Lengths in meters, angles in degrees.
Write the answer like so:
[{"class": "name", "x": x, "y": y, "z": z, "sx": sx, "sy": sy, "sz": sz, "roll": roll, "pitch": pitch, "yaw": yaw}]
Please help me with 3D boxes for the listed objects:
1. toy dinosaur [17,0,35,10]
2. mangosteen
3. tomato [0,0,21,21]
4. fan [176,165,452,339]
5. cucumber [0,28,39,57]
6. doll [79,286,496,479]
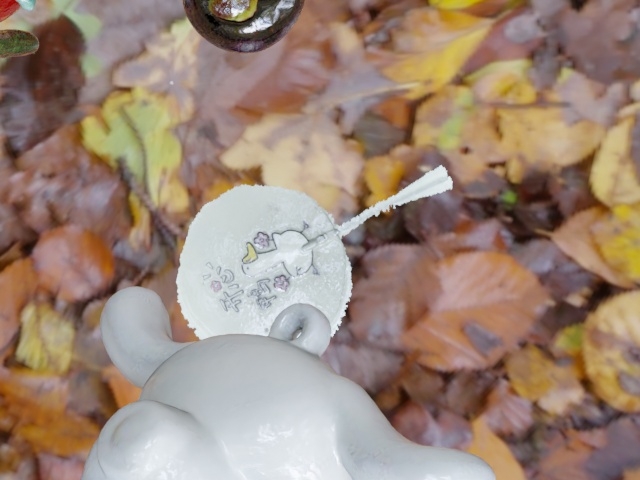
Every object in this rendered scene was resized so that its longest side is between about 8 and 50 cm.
[{"class": "toy dinosaur", "x": -0.254, "y": -0.202, "z": 0.723, "sx": 0.383, "sy": 0.129, "sz": 0.076, "roll": 24, "pitch": 57, "yaw": -30}, {"class": "mangosteen", "x": -0.076, "y": -0.261, "z": 1.442, "sx": 0.137, "sy": 0.151, "sz": 0.137, "roll": 1, "pitch": 85, "yaw": -6}, {"class": "tomato", "x": -0.323, "y": -0.307, "z": 1.244, "sx": 0.299, "sy": 0.298, "sz": 0.226, "roll": 6, "pitch": 128, "yaw": -7}, {"class": "fan", "x": 0.000, "y": 0.000, "z": 1.847, "sx": 0.415, "sy": 0.012, "sz": 0.233, "roll": -31, "pitch": 95, "yaw": -19}, {"class": "cucumber", "x": -0.363, "y": -0.228, "z": 1.643, "sx": 0.036, "sy": 0.184, "sz": 0.033, "roll": 30, "pitch": 103, "yaw": 2}, {"class": "doll", "x": -0.090, "y": 0.136, "z": 0.802, "sx": 0.160, "sy": 0.311, "sz": 0.242, "roll": 18, "pitch": 106, "yaw": -40}]
